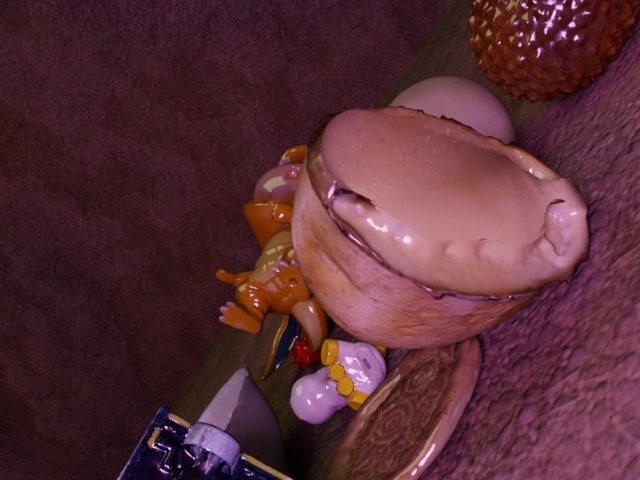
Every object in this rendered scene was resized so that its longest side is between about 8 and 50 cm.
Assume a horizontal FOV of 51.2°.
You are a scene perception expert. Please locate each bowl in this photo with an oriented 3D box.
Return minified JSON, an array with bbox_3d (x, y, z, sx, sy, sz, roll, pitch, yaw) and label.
[{"bbox_3d":[-0.135,0.362,1.008,0.313,0.146,0.313,-56,8,12],"label":"bowl"}]

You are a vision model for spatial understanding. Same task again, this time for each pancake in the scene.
[{"bbox_3d":[0.083,0.196,0.729,0.250,0.031,0.250,-51,6,7],"label":"pancake"}]

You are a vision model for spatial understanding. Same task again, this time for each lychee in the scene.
[{"bbox_3d":[0.286,-0.287,0.820,0.200,0.200,0.238,-148,69,-81],"label":"lychee"}]

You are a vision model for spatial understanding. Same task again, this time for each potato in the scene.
[{"bbox_3d":[0.093,0.006,0.659,0.242,0.285,0.243,4,94,63],"label":"potato"}]

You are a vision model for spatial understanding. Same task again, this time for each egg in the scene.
[{"bbox_3d":[0.169,-0.128,0.908,0.188,0.188,0.254,-53,5,29],"label":"egg"}]

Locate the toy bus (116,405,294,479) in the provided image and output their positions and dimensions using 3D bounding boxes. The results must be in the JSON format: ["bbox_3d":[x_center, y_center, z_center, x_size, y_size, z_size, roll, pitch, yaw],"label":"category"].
[{"bbox_3d":[-0.063,0.274,0.595,0.128,0.262,0.150,-62,3,-35],"label":"toy bus"}]

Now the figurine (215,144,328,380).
[{"bbox_3d":[-0.044,0.035,1.264,0.401,0.268,0.387,-57,10,34],"label":"figurine"}]

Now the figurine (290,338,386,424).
[{"bbox_3d":[0.026,0.201,0.929,0.129,0.109,0.178,-27,-18,-50],"label":"figurine"}]
